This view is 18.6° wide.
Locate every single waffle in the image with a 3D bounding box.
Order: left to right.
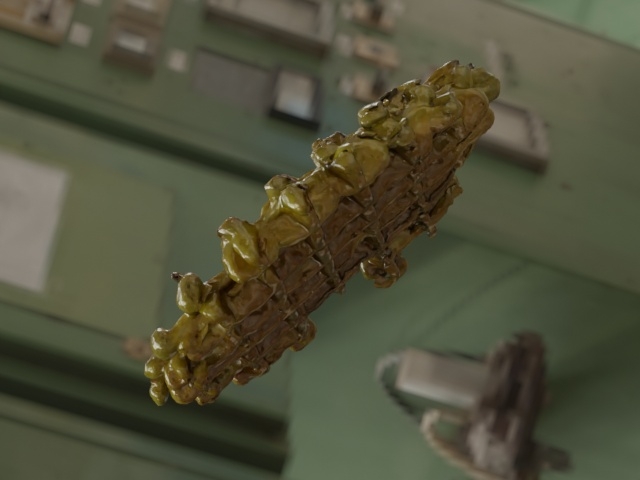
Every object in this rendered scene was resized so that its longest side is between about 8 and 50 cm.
[{"bbox_3d":[0.000,0.000,1.078,0.231,0.051,0.229,-26,-21,-51],"label":"waffle"}]
